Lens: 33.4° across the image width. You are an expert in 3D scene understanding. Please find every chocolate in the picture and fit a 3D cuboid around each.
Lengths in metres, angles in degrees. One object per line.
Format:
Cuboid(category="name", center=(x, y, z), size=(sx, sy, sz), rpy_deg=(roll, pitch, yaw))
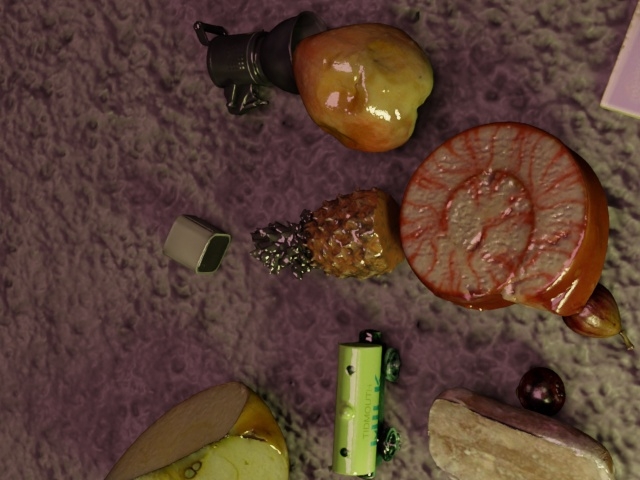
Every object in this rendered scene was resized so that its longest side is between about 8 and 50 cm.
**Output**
Cuboid(category="chocolate", center=(0.318, 0.331, 1.685), size=(0.303, 0.100, 0.185), rpy_deg=(17, 135, 21))

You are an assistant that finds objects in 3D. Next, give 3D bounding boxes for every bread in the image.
Cuboid(category="bread", center=(0.285, -0.035, 1.683), size=(0.328, 0.114, 0.295), rpy_deg=(2, 79, 34))

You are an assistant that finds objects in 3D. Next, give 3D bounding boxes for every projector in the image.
Cuboid(category="projector", center=(-0.226, 0.007, 1.947), size=(0.082, 0.083, 0.083), rpy_deg=(29, 100, 21))

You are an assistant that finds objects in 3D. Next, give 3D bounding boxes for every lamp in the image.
Cuboid(category="lamp", center=(-0.109, -0.311, 1.887), size=(0.227, 0.147, 0.172), rpy_deg=(-1, 93, 31))

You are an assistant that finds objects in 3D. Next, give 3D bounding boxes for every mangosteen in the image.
Cuboid(category="mangosteen", center=(0.349, 0.242, 1.701), size=(0.081, 0.081, 0.081), rpy_deg=(-1, 89, 23))

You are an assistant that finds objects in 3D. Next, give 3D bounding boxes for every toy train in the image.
Cuboid(category="toy train", center=(0.067, 0.277, 1.777), size=(0.105, 0.157, 0.253), rpy_deg=(3, 91, 23))

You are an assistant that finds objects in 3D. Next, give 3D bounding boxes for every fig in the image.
Cuboid(category="fig", center=(0.441, 0.123, 1.674), size=(0.125, 0.089, 0.089), rpy_deg=(36, 104, -8))

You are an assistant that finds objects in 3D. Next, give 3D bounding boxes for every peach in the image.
Cuboid(category="peach", center=(0.065, -0.264, 1.751), size=(0.235, 0.214, 0.214), rpy_deg=(29, 101, -11))

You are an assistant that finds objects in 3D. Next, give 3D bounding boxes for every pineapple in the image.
Cuboid(category="pineapple", center=(0.000, 0.000, 1.819), size=(0.279, 0.158, 0.158), rpy_deg=(-10, 85, 26))

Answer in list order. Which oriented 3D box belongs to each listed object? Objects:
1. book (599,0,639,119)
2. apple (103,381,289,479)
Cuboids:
Cuboid(category="book", center=(0.618, -0.264, 1.631), size=(0.322, 0.018, 0.228), rpy_deg=(23, 96, 22))
Cuboid(category="apple", center=(-0.208, 0.393, 1.882), size=(0.346, 0.179, 0.254), rpy_deg=(-29, 65, 21))
